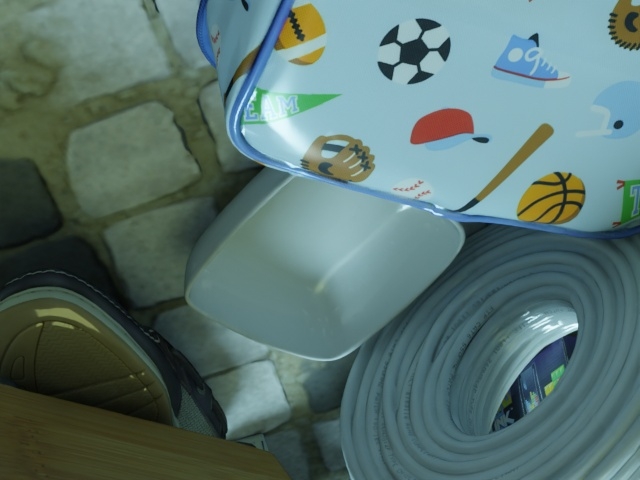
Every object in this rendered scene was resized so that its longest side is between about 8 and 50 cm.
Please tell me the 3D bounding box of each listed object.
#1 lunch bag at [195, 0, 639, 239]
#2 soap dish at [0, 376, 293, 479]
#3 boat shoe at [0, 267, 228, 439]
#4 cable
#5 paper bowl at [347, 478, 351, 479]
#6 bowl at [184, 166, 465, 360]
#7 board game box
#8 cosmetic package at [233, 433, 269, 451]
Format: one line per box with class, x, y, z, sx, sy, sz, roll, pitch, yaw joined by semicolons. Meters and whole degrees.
lunch bag;0.106;-0.129;0.648;0.303;0.115;0.243;8;128;-25
soap dish;-0.162;0.208;0.761;0.228;0.118;0.291;19;133;-30
boat shoe;-0.126;0.098;0.805;0.102;0.092;0.285;-19;139;10
cable;0.129;0.085;0.766;0.257;0.257;0.089;-43;119;9
paper bowl;0.074;0.302;0.926;0.284;0.148;0.284;0;89;-19
bowl;0.000;0.000;0.779;0.142;0.053;0.142;27;120;-36
board game box;0.199;0.121;0.933;0.141;0.048;0.170;3;153;-20
cosmetic package;-0.045;0.203;0.960;0.041;0.060;0.115;-17;138;-3
